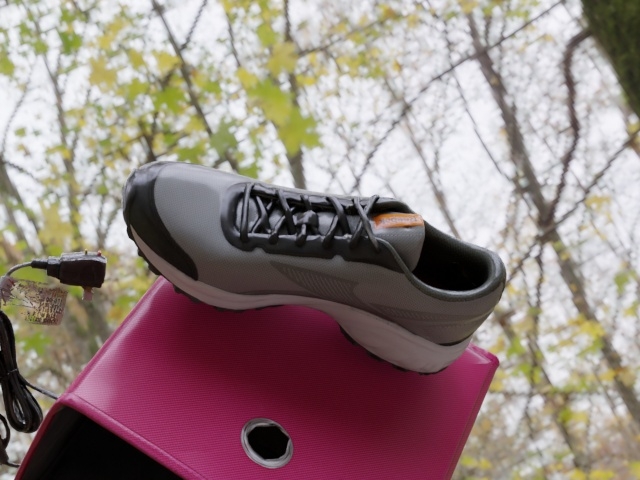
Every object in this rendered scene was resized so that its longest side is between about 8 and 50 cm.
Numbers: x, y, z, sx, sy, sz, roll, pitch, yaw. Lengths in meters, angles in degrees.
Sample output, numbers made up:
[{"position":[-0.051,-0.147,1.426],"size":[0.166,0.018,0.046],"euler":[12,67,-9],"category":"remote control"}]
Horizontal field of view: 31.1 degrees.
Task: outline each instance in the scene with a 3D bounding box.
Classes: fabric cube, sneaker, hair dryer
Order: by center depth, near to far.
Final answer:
[{"position":[0.000,0.000,0.769],"size":[0.271,0.100,0.108],"euler":[19,-41,-18],"category":"sneaker"},{"position":[-0.060,0.166,0.864],"size":[0.259,0.254,0.258],"euler":[-55,1,43],"category":"fabric cube"},{"position":[-0.342,0.086,1.061],"size":[0.293,0.224,0.080],"euler":[14,-12,-22],"category":"hair dryer"}]
